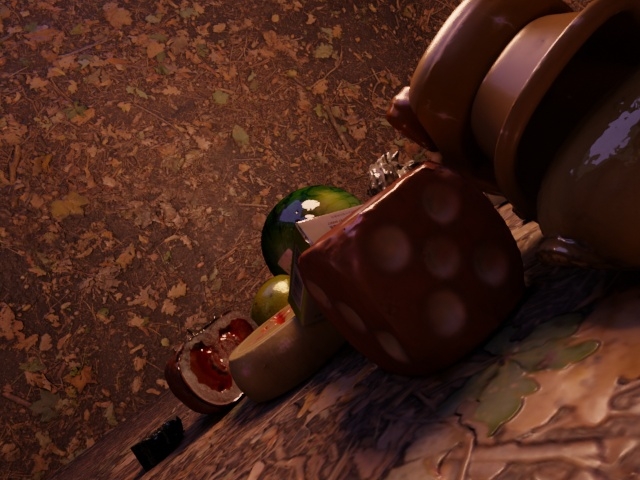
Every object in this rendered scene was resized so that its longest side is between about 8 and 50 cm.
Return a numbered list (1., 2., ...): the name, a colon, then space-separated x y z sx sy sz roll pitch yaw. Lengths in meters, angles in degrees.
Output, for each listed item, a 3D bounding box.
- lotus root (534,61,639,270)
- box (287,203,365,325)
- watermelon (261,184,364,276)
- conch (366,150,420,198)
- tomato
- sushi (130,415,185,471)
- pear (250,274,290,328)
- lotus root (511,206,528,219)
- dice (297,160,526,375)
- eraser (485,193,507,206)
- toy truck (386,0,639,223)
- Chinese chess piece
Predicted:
1. lotus root: 0.286 -0.087 0.298 0.303 0.131 0.146 -38 32 8
2. box: 0.079 0.023 0.657 0.261 0.062 0.175 -16 -42 -25
3. watermelon: 0.000 0.000 1.210 0.363 0.363 0.363 -36 0 0
4. conch: 0.195 -0.083 1.005 0.186 0.312 0.241 2 -20 29
5. tomato: -0.236 0.274 0.896 0.214 0.180 0.155 -30 -11 -50
6. sushi: -0.322 0.409 0.843 0.085 0.056 0.083 -37 -7 -3
7. pear: -0.100 0.193 0.994 0.180 0.166 0.216 -12 47 62
8. lotus root: 0.347 -0.097 0.598 0.109 0.094 0.191 -11 -17 -26
9. dice: 0.095 0.033 0.463 0.175 0.179 0.174 -41 3 -22
10. eraser: 0.457 -0.155 0.929 0.225 0.052 0.096 -35 2 -41
11. toy truck: 0.218 -0.151 0.457 0.288 0.211 0.204 20 -69 -46
12. Chinese chess piece: -0.053 0.186 0.765 0.251 0.097 0.251 -36 1 1
